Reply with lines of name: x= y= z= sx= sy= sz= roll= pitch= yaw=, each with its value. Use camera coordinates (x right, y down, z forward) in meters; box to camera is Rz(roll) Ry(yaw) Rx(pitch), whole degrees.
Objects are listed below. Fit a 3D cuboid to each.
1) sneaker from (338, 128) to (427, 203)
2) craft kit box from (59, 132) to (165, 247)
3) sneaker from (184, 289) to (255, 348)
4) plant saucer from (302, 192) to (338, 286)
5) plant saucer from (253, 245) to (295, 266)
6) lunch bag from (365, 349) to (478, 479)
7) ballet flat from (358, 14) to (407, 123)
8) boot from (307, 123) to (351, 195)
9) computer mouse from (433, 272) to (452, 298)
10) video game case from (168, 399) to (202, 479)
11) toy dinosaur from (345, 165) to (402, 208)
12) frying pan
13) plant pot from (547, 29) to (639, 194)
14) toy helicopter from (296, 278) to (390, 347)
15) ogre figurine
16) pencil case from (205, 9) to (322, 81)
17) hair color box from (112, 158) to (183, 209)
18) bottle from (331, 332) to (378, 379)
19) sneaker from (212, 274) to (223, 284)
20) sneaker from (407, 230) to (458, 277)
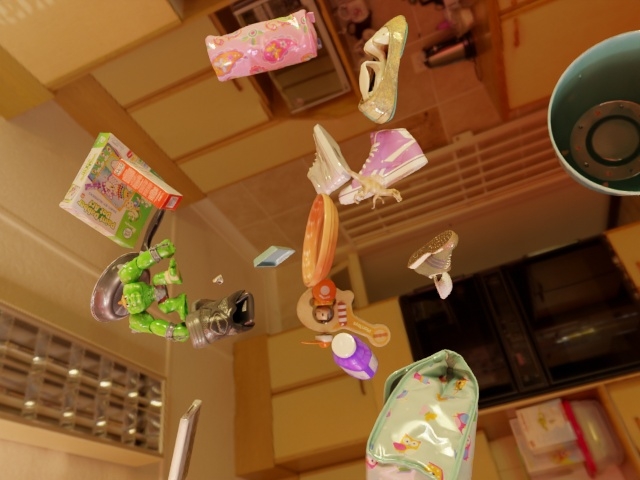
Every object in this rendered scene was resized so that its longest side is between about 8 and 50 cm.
sneaker: x=0.154 y=-0.226 z=1.489 sx=0.161 sy=0.282 sz=0.102 roll=60 pitch=178 yaw=4
craft kit box: x=-0.597 y=-0.141 z=1.481 sx=0.250 sy=0.061 sz=0.247 roll=49 pitch=-125 yaw=-54
sneaker: x=-0.193 y=0.150 z=1.006 sx=0.227 sy=0.130 sz=0.087 roll=166 pitch=88 yaw=-79
plant saucer: x=0.000 y=0.000 z=1.069 sx=0.200 sy=0.037 sz=0.200 roll=-171 pitch=90 yaw=-78
plant saucer: x=-0.109 y=0.037 z=1.202 sx=0.018 sy=0.067 sz=0.192 roll=53 pitch=-174 yaw=7
lunch bag: x=0.171 y=0.335 z=0.829 sx=0.262 sy=0.160 sz=0.223 roll=-51 pitch=-35 yaw=-51
ballet flat: x=0.171 y=-0.507 z=1.442 sx=0.123 sy=0.123 sz=0.349 roll=39 pitch=-122 yaw=-66
boot: x=0.000 y=-0.240 z=1.525 sx=0.095 sy=0.123 sz=0.258 roll=32 pitch=-154 yaw=-40
computer mouse: x=0.354 y=0.105 z=1.467 sx=0.106 sy=0.042 sz=0.193 roll=63 pitch=-165 yaw=-18
video game case: x=-0.324 y=0.494 z=1.200 sx=0.173 sy=0.022 sz=0.190 roll=128 pitch=153 yaw=-86
toy dinosaur: x=0.126 y=-0.142 z=1.342 sx=0.183 sy=0.093 sz=0.053 roll=24 pitch=-145 yaw=-17
frying pan: x=-0.476 y=0.079 z=1.339 sx=0.326 sy=0.053 sz=0.197 roll=-56 pitch=-19 yaw=-31
plant pot: x=0.600 y=-0.220 z=0.993 sx=0.235 sy=0.293 sz=0.293 roll=7 pitch=-116 yaw=-68
toy helicopter: x=0.079 y=0.295 z=1.787 sx=0.235 sy=0.355 sz=0.140 roll=-66 pitch=7 yaw=-9
ogre figurine: x=-0.329 y=0.108 z=0.999 sx=0.097 sy=0.118 sz=0.197 roll=-108 pitch=7 yaw=-67
pencil case: x=-0.144 y=-0.497 z=1.291 sx=0.124 sy=0.284 sz=0.124 roll=-13 pitch=-90 yaw=-82
hair color box: x=-0.388 y=-0.125 z=1.141 sx=0.141 sy=0.043 sz=0.072 roll=36 pitch=-174 yaw=9
bottle: x=0.098 y=0.347 z=1.524 sx=0.092 sy=0.118 sz=0.283 roll=-66 pitch=-24 yaw=-18
sneaker: x=-0.424 y=0.167 z=2.117 sx=0.037 sy=0.032 sz=0.083 roll=57 pitch=-171 yaw=-3
sneaker: x=0.317 y=0.043 z=1.330 sx=0.086 sy=0.192 sz=0.064 roll=33 pitch=-126 yaw=-10
